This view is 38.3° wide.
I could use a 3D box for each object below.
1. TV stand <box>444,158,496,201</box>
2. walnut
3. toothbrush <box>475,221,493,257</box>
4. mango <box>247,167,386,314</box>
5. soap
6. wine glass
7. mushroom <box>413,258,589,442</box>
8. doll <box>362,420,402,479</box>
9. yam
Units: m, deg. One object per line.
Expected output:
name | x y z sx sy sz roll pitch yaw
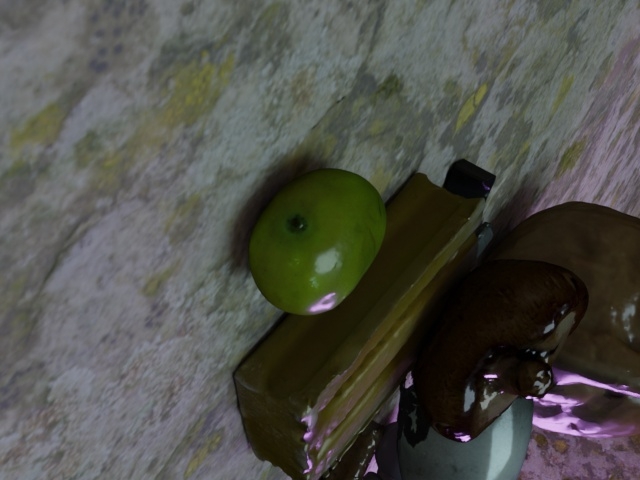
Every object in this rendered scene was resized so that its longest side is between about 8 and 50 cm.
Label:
TV stand | 0.144 0.025 1.134 0.040 0.049 0.256 -25 140 -53
walnut | 0.415 0.122 1.415 0.383 0.384 0.383 -46 155 -29
toothbrush | 0.157 0.088 1.272 0.297 0.031 0.030 -53 151 -18
mango | 0.001 -0.006 0.754 0.163 0.089 0.117 -45 149 -59
soap | 0.048 0.093 0.965 0.315 0.091 0.199 -48 157 -26
wine glass | 0.187 0.334 1.286 0.190 0.191 0.356 -9 107 -62
mushroom | 0.189 0.112 1.019 0.231 0.138 0.194 -53 173 13
doll | 0.102 0.406 1.435 0.287 0.151 0.151 -67 158 2
yam | 0.016 0.353 1.284 0.241 0.057 0.057 -60 158 8
